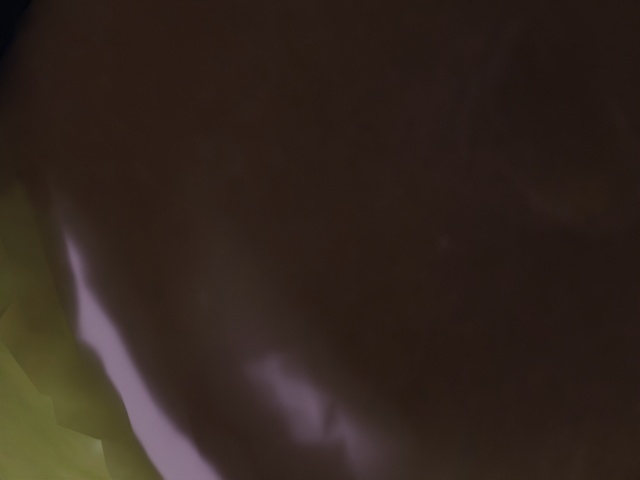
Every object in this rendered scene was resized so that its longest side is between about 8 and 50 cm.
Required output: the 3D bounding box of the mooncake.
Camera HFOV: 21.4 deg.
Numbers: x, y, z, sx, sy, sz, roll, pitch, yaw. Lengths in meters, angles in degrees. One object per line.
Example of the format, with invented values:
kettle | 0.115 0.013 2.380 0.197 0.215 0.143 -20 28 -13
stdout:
mooncake | 0.000 0.000 0.819 0.467 0.262 0.467 7 76 -31
